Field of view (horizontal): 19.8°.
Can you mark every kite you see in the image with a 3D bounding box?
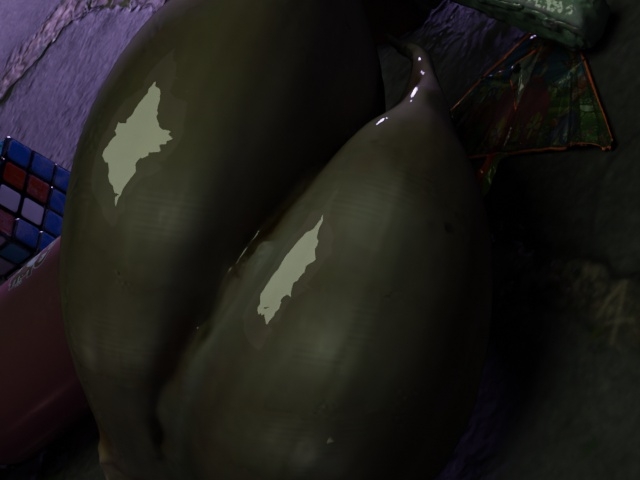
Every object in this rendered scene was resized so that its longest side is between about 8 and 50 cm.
[{"bbox_3d":[0.106,-0.068,1.043,0.190,0.010,0.159,-5,59,55],"label":"kite"}]

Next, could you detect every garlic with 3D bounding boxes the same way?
[{"bbox_3d":[0.005,-0.012,0.978,0.231,0.246,0.340,14,70,25],"label":"garlic"}]

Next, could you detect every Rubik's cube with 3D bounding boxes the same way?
[{"bbox_3d":[-0.238,-0.007,1.416,0.092,0.092,0.092,-32,39,38],"label":"Rubik's cube"}]

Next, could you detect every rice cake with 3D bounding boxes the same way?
[{"bbox_3d":[0.069,-0.155,1.052,0.208,0.033,0.033,23,69,25],"label":"rice cake"}]

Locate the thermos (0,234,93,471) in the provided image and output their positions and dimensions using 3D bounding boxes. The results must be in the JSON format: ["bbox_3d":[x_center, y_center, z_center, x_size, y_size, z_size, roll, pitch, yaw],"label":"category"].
[{"bbox_3d":[-0.189,0.067,1.257,0.330,0.109,0.136,-37,36,33],"label":"thermos"}]

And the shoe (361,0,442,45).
[{"bbox_3d":[0.066,-0.236,1.153,0.291,0.114,0.137,-36,38,32],"label":"shoe"}]
